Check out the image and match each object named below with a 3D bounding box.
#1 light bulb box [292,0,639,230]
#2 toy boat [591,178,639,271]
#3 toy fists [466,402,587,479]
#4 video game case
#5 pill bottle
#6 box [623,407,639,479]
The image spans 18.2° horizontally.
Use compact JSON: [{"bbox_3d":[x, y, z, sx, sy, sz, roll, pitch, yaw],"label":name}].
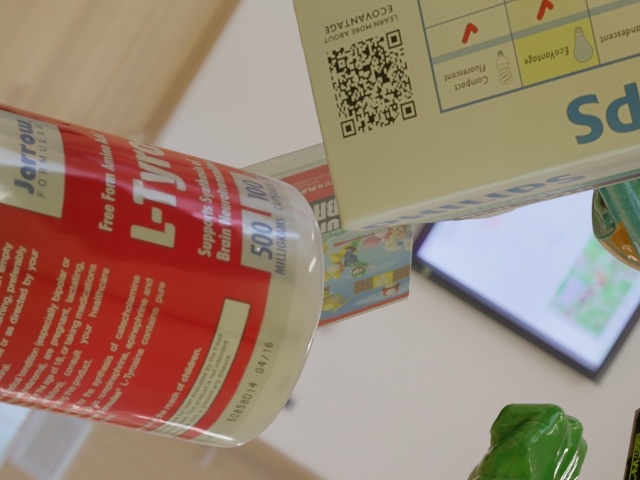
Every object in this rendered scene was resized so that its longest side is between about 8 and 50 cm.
[{"bbox_3d":[0.173,-0.219,1.310,0.358,0.361,0.225,-14,175,31],"label":"light bulb box"},{"bbox_3d":[0.280,-0.071,1.873,0.148,0.267,0.318,-28,-163,6],"label":"toy boat"},{"bbox_3d":[0.180,0.257,1.865,0.142,0.096,0.279,-46,151,-33],"label":"toy fists"},{"bbox_3d":[0.000,0.000,2.043,0.204,0.025,0.285,-18,145,-13],"label":"video game case"},{"bbox_3d":[-0.222,0.017,1.562,0.229,0.408,0.229,-40,-137,51],"label":"pill bottle"},{"bbox_3d":[0.355,0.259,1.782,0.045,0.191,0.184,-45,-155,53],"label":"box"}]
